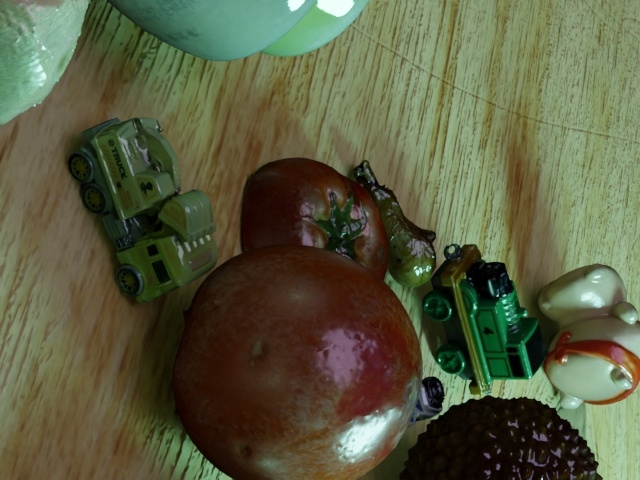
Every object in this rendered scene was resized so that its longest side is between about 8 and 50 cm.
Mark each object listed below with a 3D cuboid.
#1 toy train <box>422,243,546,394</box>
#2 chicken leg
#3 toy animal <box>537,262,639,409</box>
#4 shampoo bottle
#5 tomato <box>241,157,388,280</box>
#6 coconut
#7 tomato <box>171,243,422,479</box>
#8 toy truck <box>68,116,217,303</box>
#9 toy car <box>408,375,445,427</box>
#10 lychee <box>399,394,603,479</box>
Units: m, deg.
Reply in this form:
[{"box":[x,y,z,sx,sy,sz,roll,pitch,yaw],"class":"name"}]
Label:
[{"box":[0.217,0.104,1.989,0.091,0.136,0.228,-46,128,-50],"class":"toy train"},{"box":[0.095,-0.024,1.959,0.178,0.070,0.093,58,33,-5],"class":"chicken leg"},{"box":[0.395,0.139,2.201,0.171,0.171,0.198,2,73,-51],"class":"toy animal"},{"box":[-0.103,-0.356,1.611,0.317,0.322,0.322,15,65,-38],"class":"shampoo bottle"},{"box":[0.003,0.001,1.814,0.225,0.085,0.225,17,67,-46],"class":"tomato"},{"box":[-0.312,-0.201,1.410,0.194,0.194,0.194,22,60,-46],"class":"coconut"},{"box":[-0.017,0.138,1.593,0.265,0.265,0.265,22,60,-46],"class":"tomato"},{"box":[-0.172,-0.040,1.574,0.085,0.116,0.191,-30,101,-51],"class":"toy truck"},{"box":[0.074,0.190,1.832,0.170,0.080,0.070,22,61,-47],"class":"toy car"},{"box":[0.207,0.327,1.813,0.267,0.267,0.267,22,60,-46],"class":"lychee"}]
